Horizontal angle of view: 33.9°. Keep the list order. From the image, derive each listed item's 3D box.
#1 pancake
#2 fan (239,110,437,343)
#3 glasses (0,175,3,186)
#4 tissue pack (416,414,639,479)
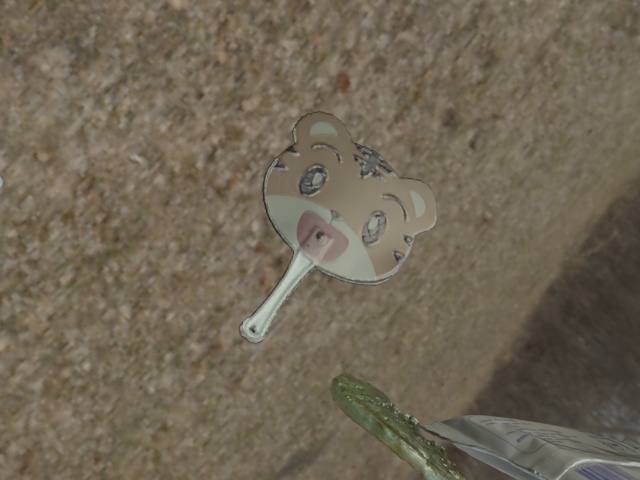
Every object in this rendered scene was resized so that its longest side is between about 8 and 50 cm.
[{"bbox_3d":[0.060,0.145,0.795,0.023,0.129,0.116,-51,177,5],"label":"pancake"},{"bbox_3d":[0.000,0.000,0.879,0.227,0.152,0.008,-55,-173,-30],"label":"fan"},{"bbox_3d":[-0.288,-0.104,0.588,0.162,0.255,0.095,-32,-166,51],"label":"glasses"},{"bbox_3d":[0.157,0.124,0.550,0.193,0.122,0.026,16,92,-40],"label":"tissue pack"}]
